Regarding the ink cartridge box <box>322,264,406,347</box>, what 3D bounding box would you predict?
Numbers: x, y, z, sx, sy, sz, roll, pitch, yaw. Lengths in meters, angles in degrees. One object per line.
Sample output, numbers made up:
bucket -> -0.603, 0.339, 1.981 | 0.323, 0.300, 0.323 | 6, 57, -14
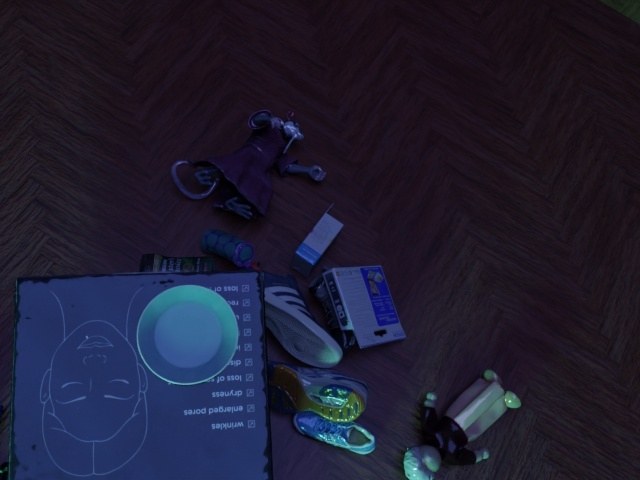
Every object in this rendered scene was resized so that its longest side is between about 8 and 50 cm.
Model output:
ink cartridge box -> 0.113, 0.166, 1.686 | 0.206, 0.045, 0.208 | 0, 66, -50

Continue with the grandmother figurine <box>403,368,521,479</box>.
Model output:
grandmother figurine -> 0.328, 0.460, 1.640 | 0.342, 0.104, 0.208 | -38, 70, -25

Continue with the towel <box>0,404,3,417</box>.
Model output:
towel -> -0.830, 0.478, 1.410 | 0.228, 0.076, 0.308 | 7, 66, -3

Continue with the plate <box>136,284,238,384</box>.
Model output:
plate -> -0.249, 0.177, 1.263 | 0.188, 0.024, 0.188 | 3, 76, -11

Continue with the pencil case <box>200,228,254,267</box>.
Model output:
pencil case -> -0.236, 0.018, 1.694 | 0.065, 0.070, 0.152 | -30, 34, -34

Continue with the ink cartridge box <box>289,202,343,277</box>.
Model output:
ink cartridge box -> 0.000, 0.000, 1.761 | 0.062, 0.104, 0.181 | 35, 66, 4

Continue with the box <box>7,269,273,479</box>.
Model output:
box -> -0.352, 0.322, 1.368 | 0.481, 0.297, 0.471 | -1, 74, -11

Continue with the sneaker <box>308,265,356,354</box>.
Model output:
sneaker -> 0.018, 0.169, 1.679 | 0.132, 0.086, 0.228 | 28, 48, -41

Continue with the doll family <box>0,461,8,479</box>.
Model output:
doll family -> -0.638, 0.517, 1.444 | 0.193, 0.076, 0.111 | -10, 66, -20

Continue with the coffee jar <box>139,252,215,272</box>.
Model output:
coffee jar -> -0.357, 0.084, 1.671 | 0.185, 0.079, 0.096 | 3, 67, -9

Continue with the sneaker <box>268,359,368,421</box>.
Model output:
sneaker -> -0.028, 0.356, 1.620 | 0.297, 0.131, 0.111 | 15, 102, 15

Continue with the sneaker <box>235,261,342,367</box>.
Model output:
sneaker -> -0.070, 0.167, 1.655 | 0.350, 0.131, 0.148 | 37, 41, 12

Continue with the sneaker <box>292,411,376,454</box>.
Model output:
sneaker -> 0.038, 0.447, 1.596 | 0.211, 0.081, 0.080 | 17, 67, -2

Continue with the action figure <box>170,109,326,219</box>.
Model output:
action figure -> -0.169, -0.216, 1.814 | 0.276, 0.248, 0.370 | 1, 43, 35
